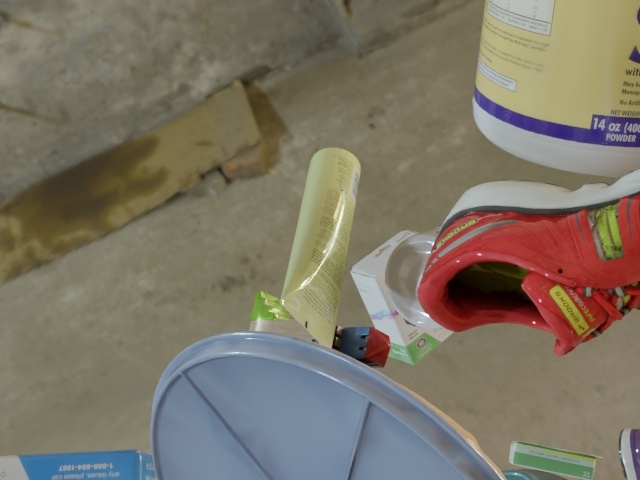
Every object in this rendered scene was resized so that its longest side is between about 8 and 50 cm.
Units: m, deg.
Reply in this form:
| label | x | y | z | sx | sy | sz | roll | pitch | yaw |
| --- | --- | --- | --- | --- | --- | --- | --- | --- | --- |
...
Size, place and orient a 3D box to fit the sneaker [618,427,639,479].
| label | x | y | z | sx | sy | sz | roll | pitch | yaw |
| --- | --- | --- | --- | --- | --- | --- | --- | --- | --- |
| sneaker | 0.587 | 0.446 | 1.557 | 0.124 | 0.283 | 0.107 | -14 | 3 | 30 |

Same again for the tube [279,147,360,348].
| label | x | y | z | sx | sy | sz | roll | pitch | yaw |
| --- | --- | --- | --- | --- | --- | --- | --- | --- | --- |
| tube | 0.000 | 0.000 | 1.035 | 0.070 | 0.062 | 0.240 | 15 | 50 | -7 |

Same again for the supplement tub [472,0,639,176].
| label | x | y | z | sx | sy | sz | roll | pitch | yaw |
| --- | --- | --- | --- | --- | --- | --- | --- | --- | --- |
| supplement tub | 0.277 | -0.251 | 0.885 | 0.241 | 0.331 | 0.241 | 2 | 27 | -1 |

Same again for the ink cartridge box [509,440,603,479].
| label | x | y | z | sx | sy | sz | roll | pitch | yaw |
| --- | --- | --- | --- | --- | --- | --- | --- | --- | --- |
| ink cartridge box | 0.488 | 0.460 | 1.979 | 0.171 | 0.235 | 0.056 | 10 | 82 | 10 |

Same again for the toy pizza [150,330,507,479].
| label | x | y | z | sx | sy | sz | roll | pitch | yaw |
| --- | --- | --- | --- | --- | --- | --- | --- | --- | --- |
| toy pizza | 0.011 | 0.120 | 0.394 | 0.201 | 0.201 | 0.032 | 11 | 34 | 34 |

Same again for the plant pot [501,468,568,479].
| label | x | y | z | sx | sy | sz | roll | pitch | yaw |
| --- | --- | --- | --- | --- | --- | --- | --- | --- | --- |
| plant pot | 0.363 | 0.519 | 1.668 | 0.290 | 0.195 | 0.290 | -30 | 25 | 16 |

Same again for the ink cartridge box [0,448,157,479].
| label | x | y | z | sx | sy | sz | roll | pitch | yaw |
| --- | --- | --- | --- | --- | --- | --- | --- | --- | --- |
| ink cartridge box | -0.153 | 0.218 | 0.520 | 0.140 | 0.082 | 0.190 | -5 | 68 | 8 |

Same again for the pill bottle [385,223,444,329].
| label | x | y | z | sx | sy | sz | roll | pitch | yaw |
| --- | --- | --- | --- | --- | --- | --- | --- | --- | --- |
| pill bottle | 0.164 | 0.030 | 1.095 | 0.108 | 0.108 | 0.193 | 6 | 13 | 31 |

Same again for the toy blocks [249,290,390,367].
| label | x | y | z | sx | sy | sz | roll | pitch | yaw |
| --- | --- | --- | --- | --- | --- | --- | --- | --- | --- |
| toy blocks | 0.000 | 0.258 | 1.325 | 0.261 | 0.191 | 0.381 | -7 | 64 | 39 |

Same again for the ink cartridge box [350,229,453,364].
| label | x | y | z | sx | sy | sz | roll | pitch | yaw |
| --- | --- | --- | --- | --- | --- | --- | --- | --- | --- |
| ink cartridge box | 0.172 | 0.109 | 1.838 | 0.154 | 0.212 | 0.093 | -35 | 24 | -24 |

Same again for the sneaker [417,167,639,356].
| label | x | y | z | sx | sy | sz | roll | pitch | yaw |
| --- | --- | --- | --- | --- | --- | --- | --- | --- | --- |
| sneaker | 0.186 | 0.024 | 0.596 | 0.279 | 0.107 | 0.118 | -7 | 34 | 41 |
